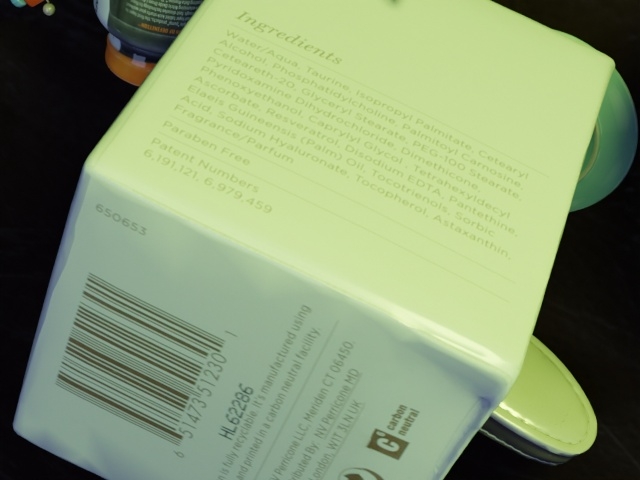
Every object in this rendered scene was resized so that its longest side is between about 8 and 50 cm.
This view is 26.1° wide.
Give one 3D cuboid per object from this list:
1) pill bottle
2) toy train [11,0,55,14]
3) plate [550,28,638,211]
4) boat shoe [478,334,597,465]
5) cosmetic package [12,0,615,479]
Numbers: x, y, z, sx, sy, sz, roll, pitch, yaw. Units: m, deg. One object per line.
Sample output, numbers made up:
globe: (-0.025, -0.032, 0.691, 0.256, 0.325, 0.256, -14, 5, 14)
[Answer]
pill bottle: (-0.138, -0.263, 1.279, 0.130, 0.130, 0.246, 27, 127, 12)
toy train: (-0.274, -0.304, 1.375, 0.166, 0.046, 0.125, -26, 114, 43)
plate: (0.195, -0.104, 1.264, 0.188, 0.024, 0.188, 14, 123, 22)
boat shoe: (0.125, 0.121, 1.383, 0.324, 0.116, 0.097, 35, 133, 10)
cosmetic package: (0.000, 0.000, 1.137, 0.327, 0.394, 0.329, 25, 135, 1)
